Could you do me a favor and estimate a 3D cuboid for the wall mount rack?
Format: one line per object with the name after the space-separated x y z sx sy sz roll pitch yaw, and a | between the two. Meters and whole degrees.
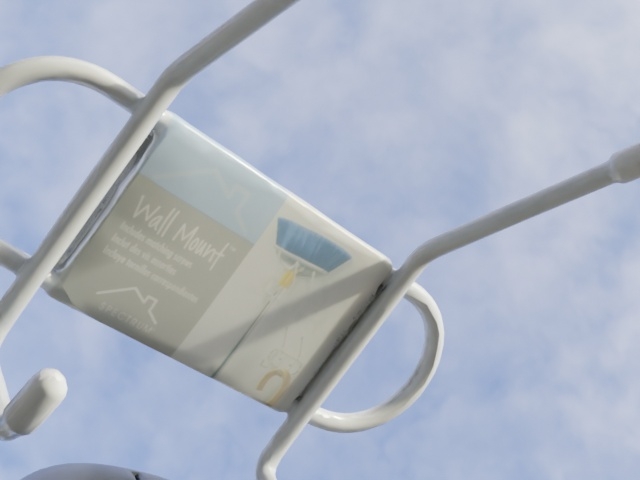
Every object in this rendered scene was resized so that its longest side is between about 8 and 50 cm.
0.000 0.000 0.518 0.350 0.130 0.304 33 -84 -35 | wall mount rack

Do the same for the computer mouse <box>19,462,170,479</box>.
-0.070 0.136 0.408 0.188 0.272 0.072 17 -101 -21 | computer mouse
